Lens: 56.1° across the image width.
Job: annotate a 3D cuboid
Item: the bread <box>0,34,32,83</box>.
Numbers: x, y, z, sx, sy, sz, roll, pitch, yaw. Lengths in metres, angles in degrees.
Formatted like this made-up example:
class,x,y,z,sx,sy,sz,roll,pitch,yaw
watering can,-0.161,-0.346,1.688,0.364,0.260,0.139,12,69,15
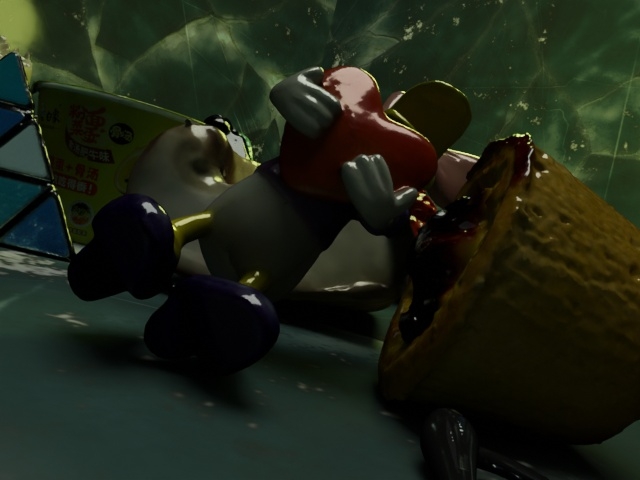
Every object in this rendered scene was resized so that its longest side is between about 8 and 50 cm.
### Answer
class,x,y,z,sx,sy,sz,roll,pitch,yaw
bread,-0.634,-0.205,0.996,0.424,0.245,0.329,12,39,45

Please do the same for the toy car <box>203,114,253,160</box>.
class,x,y,z,sx,sy,sz,roll,pitch,yaw
toy car,-0.329,-0.150,1.308,0.358,0.213,0.176,-2,-38,-13

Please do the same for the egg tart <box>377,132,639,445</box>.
class,x,y,z,sx,sy,sz,roll,pitch,yaw
egg tart,0.140,0.044,0.436,0.171,0.215,0.215,28,1,0

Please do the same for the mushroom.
class,x,y,z,sx,sy,sz,roll,pitch,yaw
mushroom,-0.051,-0.001,0.821,0.313,0.224,0.397,-5,-11,0

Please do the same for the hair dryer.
class,x,y,z,sx,sy,sz,roll,pitch,yaw
hair dryer,0.090,0.117,0.297,0.083,0.031,0.079,22,12,-1

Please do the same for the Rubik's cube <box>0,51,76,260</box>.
class,x,y,z,sx,sy,sz,roll,pitch,yaw
Rubik's cube,-0.426,-0.088,0.806,0.284,0.250,0.234,9,-17,-8

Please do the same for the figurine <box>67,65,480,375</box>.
class,x,y,z,sx,sy,sz,roll,pitch,yaw
figurine,0.010,-0.037,0.502,0.154,0.421,0.193,47,-33,11

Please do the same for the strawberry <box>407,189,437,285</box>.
class,x,y,z,sx,sy,sz,roll,pitch,yaw
strawberry,0.148,-0.008,1.249,0.257,0.261,0.261,16,0,-36

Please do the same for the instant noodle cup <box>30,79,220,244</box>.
class,x,y,z,sx,sy,sz,roll,pitch,yaw
instant noodle cup,-0.332,-0.107,0.977,0.311,0.221,0.311,14,0,0
